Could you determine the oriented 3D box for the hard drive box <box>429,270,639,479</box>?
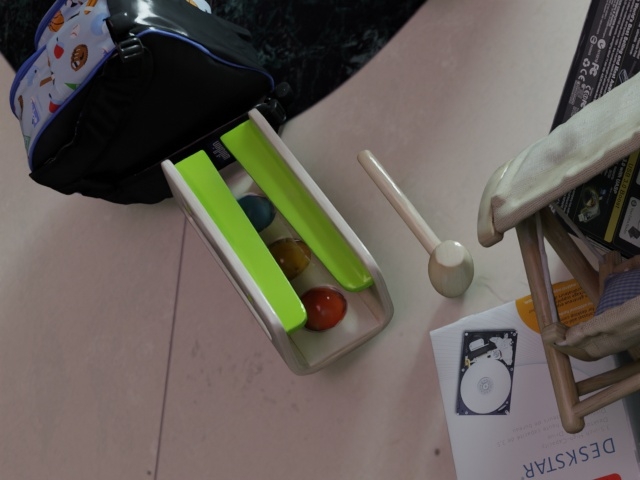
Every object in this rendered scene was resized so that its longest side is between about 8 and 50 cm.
[{"bbox_3d":[0.215,0.170,1.349,0.181,0.089,0.232,-24,61,26],"label":"hard drive box"}]

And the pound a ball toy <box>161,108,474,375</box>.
[{"bbox_3d":[0.000,0.000,1.555,0.208,0.136,0.319,-31,54,-9],"label":"pound a ball toy"}]

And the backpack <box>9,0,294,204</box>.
[{"bbox_3d":[-0.222,-0.172,1.679,0.263,0.276,0.213,-44,49,21],"label":"backpack"}]

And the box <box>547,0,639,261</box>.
[{"bbox_3d":[0.372,-0.144,1.265,0.318,0.097,0.395,31,115,39],"label":"box"}]

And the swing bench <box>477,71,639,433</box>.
[{"bbox_3d":[0.278,-0.016,1.194,0.253,0.165,0.255,-36,72,43],"label":"swing bench"}]
